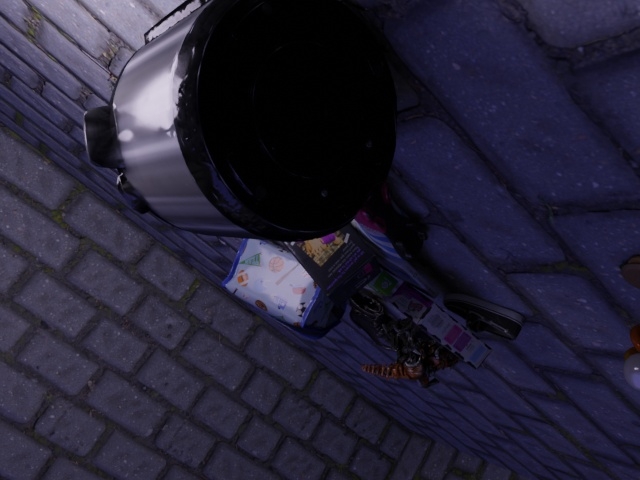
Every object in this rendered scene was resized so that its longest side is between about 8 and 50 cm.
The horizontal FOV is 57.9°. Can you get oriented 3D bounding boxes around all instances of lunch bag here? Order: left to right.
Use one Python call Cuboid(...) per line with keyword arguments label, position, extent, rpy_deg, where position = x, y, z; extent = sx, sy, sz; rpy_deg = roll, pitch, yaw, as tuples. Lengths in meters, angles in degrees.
Cuboid(label="lunch bag", position=(-0.098, 0.170, 1.959), extent=(0.328, 0.238, 0.385), rpy_deg=(26, 176, 19))

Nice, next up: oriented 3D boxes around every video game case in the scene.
Cuboid(label="video game case", position=(0.176, 0.057, 1.445), extent=(0.212, 0.023, 0.193), rpy_deg=(31, 174, 45))

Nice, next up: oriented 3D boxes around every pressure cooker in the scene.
Cuboid(label="pressure cooker", position=(-0.139, -0.180, 0.929), extent=(0.370, 0.375, 0.421), rpy_deg=(41, 159, -30))

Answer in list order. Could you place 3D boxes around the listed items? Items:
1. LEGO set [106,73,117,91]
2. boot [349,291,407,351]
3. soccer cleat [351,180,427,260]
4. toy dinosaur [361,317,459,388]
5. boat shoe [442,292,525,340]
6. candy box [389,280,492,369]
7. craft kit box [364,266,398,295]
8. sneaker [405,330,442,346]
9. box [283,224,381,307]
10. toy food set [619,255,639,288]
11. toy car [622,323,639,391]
Cuboid(label="LEGO set", position=(-0.558, -0.415, 1.553), extent=(0.054, 0.023, 0.083), rpy_deg=(30, 161, 9))
Cuboid(label="boot", position=(0.190, 0.269, 1.940), extent=(0.263, 0.091, 0.229), rpy_deg=(30, 162, 14))
Cuboid(label="soccer cleat", position=(0.098, -0.065, 1.228), extent=(0.143, 0.116, 0.331), rpy_deg=(12, 152, 46))
Cuboid(label="toy dinosaur", position=(0.285, 0.351, 1.773), extent=(0.322, 0.218, 0.164), rpy_deg=(-6, 176, -45))
Cuboid(label="boat shoe", position=(0.396, 0.191, 1.452), extent=(0.219, 0.070, 0.077), rpy_deg=(15, 154, 43))
Cuboid(label="candy box", position=(0.301, 0.213, 1.458), extent=(0.233, 0.071, 0.159), rpy_deg=(37, -179, -23))
Cuboid(label="craft kit box", position=(0.062, 0.046, 1.584), extent=(0.247, 0.061, 0.250), rpy_deg=(36, 173, -15))
Cuboid(label="sneaker", position=(0.338, 0.340, 1.937), extent=(0.144, 0.053, 0.059), rpy_deg=(37, 163, -8))
Cuboid(label="box", position=(0.000, 0.000, 1.341), extent=(0.270, 0.143, 0.165), rpy_deg=(50, 178, 19))
Cuboid(label="toy food set", position=(0.545, 0.060, 0.969), extent=(0.083, 0.020, 0.082), rpy_deg=(29, 161, 10))
Cuboid(label="toy car", position=(0.639, 0.200, 1.021), extent=(0.182, 0.159, 0.136), rpy_deg=(15, 118, 42))
